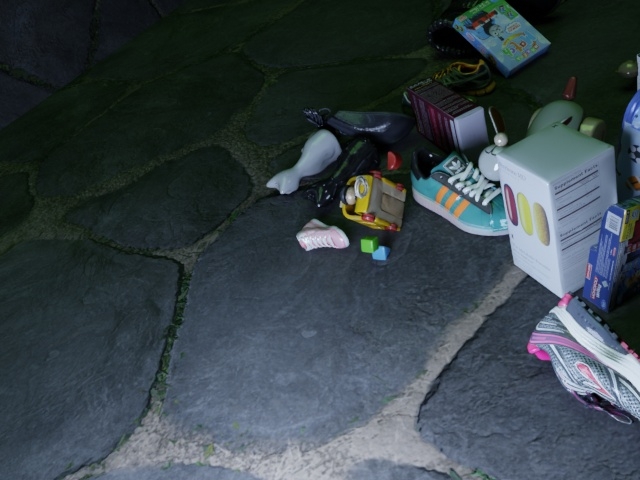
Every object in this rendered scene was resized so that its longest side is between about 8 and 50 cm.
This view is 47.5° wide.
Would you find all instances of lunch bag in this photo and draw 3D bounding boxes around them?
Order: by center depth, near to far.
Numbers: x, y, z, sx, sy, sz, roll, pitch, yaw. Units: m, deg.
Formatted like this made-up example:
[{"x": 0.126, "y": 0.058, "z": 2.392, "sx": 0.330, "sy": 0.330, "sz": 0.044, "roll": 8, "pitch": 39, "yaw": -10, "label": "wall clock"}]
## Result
[{"x": 0.619, "y": -0.170, "z": 1.249, "sx": 0.243, "sy": 0.303, "sz": 0.115, "roll": -36, "pitch": 51, "yaw": -20, "label": "lunch bag"}]

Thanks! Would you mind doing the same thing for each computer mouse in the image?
[{"x": 0.101, "y": -0.276, "z": 1.807, "sx": 0.272, "sy": 0.072, "sz": 0.188, "roll": 5, "pitch": -3, "yaw": 20, "label": "computer mouse"}]

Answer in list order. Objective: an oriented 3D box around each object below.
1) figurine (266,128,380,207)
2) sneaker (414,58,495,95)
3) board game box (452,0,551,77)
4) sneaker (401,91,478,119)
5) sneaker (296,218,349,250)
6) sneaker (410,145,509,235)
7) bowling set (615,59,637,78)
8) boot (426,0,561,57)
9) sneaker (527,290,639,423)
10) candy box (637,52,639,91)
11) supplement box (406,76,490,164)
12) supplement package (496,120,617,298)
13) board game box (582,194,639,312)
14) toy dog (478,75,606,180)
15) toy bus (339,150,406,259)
[{"x": -0.002, "y": -0.165, "z": 1.733, "sx": 0.214, "sy": 0.092, "sz": 0.209, "roll": 20, "pitch": 55, "yaw": 44, "label": "figurine"}, {"x": 0.347, "y": -0.425, "z": 1.906, "sx": 0.214, "sy": 0.083, "sz": 0.084, "roll": -2, "pitch": 40, "yaw": 26, "label": "sneaker"}, {"x": 0.485, "y": -0.551, "z": 1.949, "sx": 0.160, "sy": 0.039, "sz": 0.211, "roll": -35, "pitch": 73, "yaw": -19, "label": "board game box"}, {"x": 0.295, "y": -0.352, "z": 1.829, "sx": 0.192, "sy": 0.086, "sz": 0.064, "roll": -8, "pitch": 37, "yaw": 17, "label": "sneaker"}, {"x": 0.000, "y": 0.000, "z": 1.535, "sx": 0.070, "sy": 0.051, "sz": 0.134, "roll": -38, "pitch": 35, "yaw": -21, "label": "sneaker"}, {"x": 0.287, "y": -0.106, "z": 1.471, "sx": 0.108, "sy": 0.121, "sz": 0.302, "roll": -36, "pitch": 39, "yaw": -22, "label": "sneaker"}, {"x": 0.791, "y": -0.434, "z": 1.580, "sx": 0.154, "sy": 0.200, "sz": 0.287, "roll": -22, "pitch": 27, "yaw": -35, "label": "bowling set"}, {"x": 0.497, "y": -0.638, "z": 2.076, "sx": 0.347, "sy": 0.131, "sz": 0.260, "roll": -2, "pitch": 36, "yaw": 32, "label": "boot"}, {"x": 0.412, "y": 0.203, "z": 1.019, "sx": 0.112, "sy": 0.121, "sz": 0.299, "roll": -48, "pitch": 35, "yaw": 11, "label": "sneaker"}, {"x": 0.731, "y": -0.287, "z": 1.456, "sx": 0.070, "sy": 0.165, "sz": 0.196, "roll": -26, "pitch": 35, "yaw": -12, "label": "candy box"}, {"x": 0.296, "y": -0.278, "z": 1.692, "sx": 0.073, "sy": 0.130, "sz": 0.239, "roll": -27, "pitch": 36, "yaw": -9, "label": "supplement box"}, {"x": 0.405, "y": -0.052, "z": 1.232, "sx": 0.133, "sy": 0.244, "sz": 0.139, "roll": -28, "pitch": 35, "yaw": -12, "label": "supplement package"}, {"x": 0.533, "y": -0.003, "z": 1.188, "sx": 0.194, "sy": 0.194, "sz": 0.060, "roll": -17, "pitch": 34, "yaw": -22, "label": "board game box"}, {"x": 0.453, "y": -0.233, "z": 1.471, "sx": 0.220, "sy": 0.161, "sz": 0.333, "roll": 9, "pitch": 27, "yaw": 25, "label": "toy dog"}, {"x": 0.092, "y": -0.080, "z": 1.472, "sx": 0.104, "sy": 0.202, "sz": 0.191, "roll": 5, "pitch": 37, "yaw": 33, "label": "toy bus"}]
